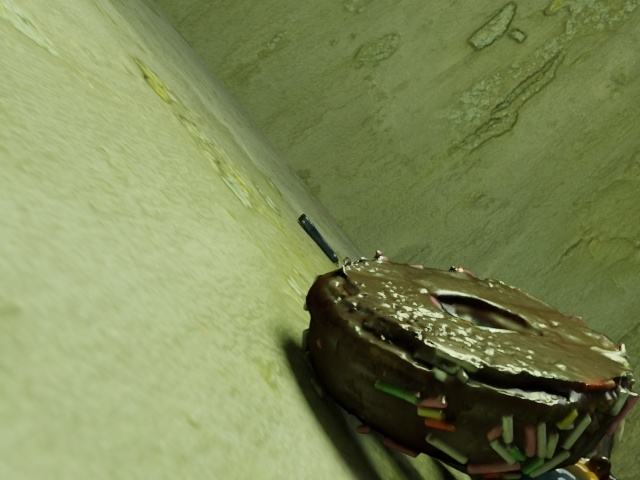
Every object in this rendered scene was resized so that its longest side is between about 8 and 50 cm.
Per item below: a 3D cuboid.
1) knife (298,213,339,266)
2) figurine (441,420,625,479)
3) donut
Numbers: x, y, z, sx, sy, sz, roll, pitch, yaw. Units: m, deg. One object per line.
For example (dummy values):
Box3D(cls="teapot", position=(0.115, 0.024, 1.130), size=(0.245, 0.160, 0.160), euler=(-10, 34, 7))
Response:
Box3D(cls="knife", position=(0.000, 0.000, 1.529), size=(0.121, 0.018, 0.031), euler=(50, -3, -14))
Box3D(cls="figurine", position=(0.215, 0.200, 0.781), size=(0.185, 0.204, 0.332), euler=(52, 4, -11))
Box3D(cls="donut", position=(0.111, 0.094, 0.666), size=(0.270, 0.103, 0.269), euler=(15, 15, -4))
